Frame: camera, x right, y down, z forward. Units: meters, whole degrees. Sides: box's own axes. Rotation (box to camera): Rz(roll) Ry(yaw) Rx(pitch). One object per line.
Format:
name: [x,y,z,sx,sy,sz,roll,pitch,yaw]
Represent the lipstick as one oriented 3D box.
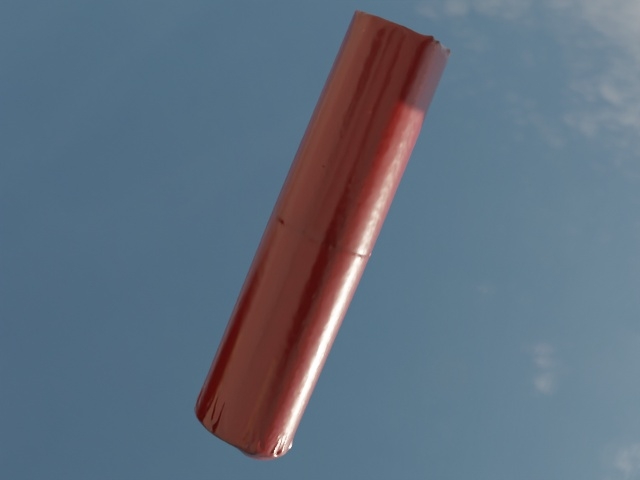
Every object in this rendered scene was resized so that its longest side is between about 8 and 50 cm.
lipstick: [-0.001,-0.001,0.599,0.073,0.073,0.280,26,-80,19]
